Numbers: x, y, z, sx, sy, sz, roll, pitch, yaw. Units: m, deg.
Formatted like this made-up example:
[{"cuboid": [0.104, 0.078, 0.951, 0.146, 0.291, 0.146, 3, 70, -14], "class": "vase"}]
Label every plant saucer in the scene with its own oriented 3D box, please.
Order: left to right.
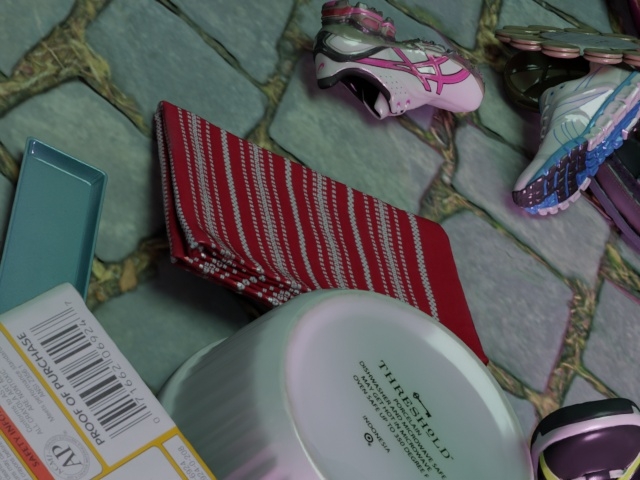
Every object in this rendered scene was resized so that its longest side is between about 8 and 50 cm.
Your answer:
[{"cuboid": [-0.191, 0.011, 1.351, 0.067, 0.018, 0.192, 26, 41, -22], "class": "plant saucer"}]

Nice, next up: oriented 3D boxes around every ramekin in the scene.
[{"cuboid": [0.025, 0.155, 1.329, 0.273, 0.127, 0.273, 24, 43, -24], "class": "ramekin"}]

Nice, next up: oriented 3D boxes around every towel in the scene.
[{"cuboid": [0.000, 0.000, 1.498, 0.275, 0.031, 0.199, 24, 30, -25], "class": "towel"}]

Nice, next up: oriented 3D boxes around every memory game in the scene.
[{"cuboid": [0.257, -0.186, 1.855, 0.186, 0.012, 0.186, 6, 14, -1], "class": "memory game"}]

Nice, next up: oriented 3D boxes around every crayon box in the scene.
[{"cuboid": [-0.212, 0.174, 1.120, 0.203, 0.083, 0.323, 52, 40, 8], "class": "crayon box"}]

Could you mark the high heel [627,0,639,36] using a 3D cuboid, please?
[{"cuboid": [0.384, -0.168, 1.937, 0.181, 0.127, 0.377, 37, 19, -25], "class": "high heel"}]

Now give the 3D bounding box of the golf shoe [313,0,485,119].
[{"cuboid": [0.065, -0.140, 1.699, 0.186, 0.067, 0.086, 21, 75, -35], "class": "golf shoe"}]

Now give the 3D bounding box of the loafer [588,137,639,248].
[{"cuboid": [0.374, -0.005, 1.821, 0.302, 0.095, 0.109, 46, 38, 1], "class": "loafer"}]

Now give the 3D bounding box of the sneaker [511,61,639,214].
[{"cuboid": [0.223, -0.098, 1.777, 0.083, 0.071, 0.191, 30, 57, 27], "class": "sneaker"}]

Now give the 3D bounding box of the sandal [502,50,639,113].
[{"cuboid": [0.269, -0.132, 1.878, 0.219, 0.060, 0.090, 3, 56, -23], "class": "sandal"}]

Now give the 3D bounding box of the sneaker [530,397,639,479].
[{"cuboid": [0.199, 0.202, 1.381, 0.084, 0.234, 0.097, -12, 52, -6], "class": "sneaker"}]
